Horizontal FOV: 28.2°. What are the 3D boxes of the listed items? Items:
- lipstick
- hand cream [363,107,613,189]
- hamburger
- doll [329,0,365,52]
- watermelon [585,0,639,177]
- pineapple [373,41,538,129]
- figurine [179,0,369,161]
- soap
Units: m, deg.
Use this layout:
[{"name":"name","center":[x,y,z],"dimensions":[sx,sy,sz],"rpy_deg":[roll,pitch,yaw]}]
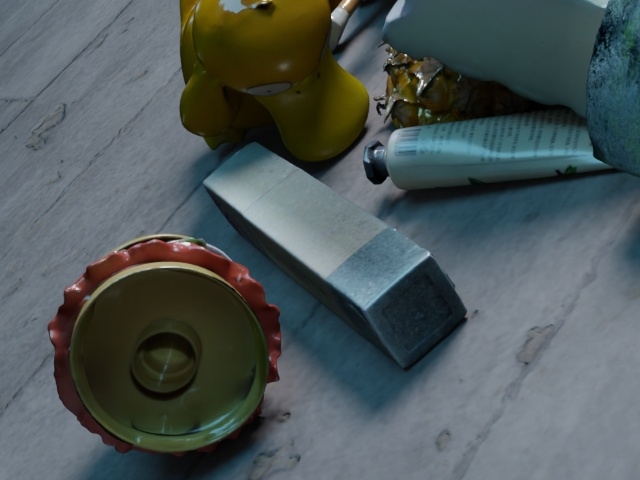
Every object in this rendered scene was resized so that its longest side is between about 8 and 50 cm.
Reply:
[{"name":"lipstick","center":[0.000,0.000,1.027],"dimensions":[0.068,0.066,0.317],"rpy_deg":[-40,32,-8]},{"name":"hand cream","center":[0.146,-0.074,1.016],"dimensions":[0.234,0.050,0.080],"rpy_deg":[-5,41,28]},{"name":"hamburger","center":[-0.121,0.070,0.960],"dimensions":[0.175,0.175,0.137],"rpy_deg":[-37,20,-3]},{"name":"doll","center":[0.061,-0.314,1.331],"dimensions":[0.183,0.085,0.217],"rpy_deg":[120,172,-63]},{"name":"watermelon","center":[0.332,-0.156,0.821],"dimensions":[0.322,0.175,0.188],"rpy_deg":[-43,32,-11]},{"name":"pineapple","center":[0.135,-0.173,1.127],"dimensions":[0.225,0.076,0.225],"rpy_deg":[-24,31,16]},{"name":"figurine","center":[-0.057,-0.177,1.194],"dimensions":[0.215,0.215,0.228],"rpy_deg":[-41,30,-10]},{"name":"soap","center":[0.213,-0.261,1.050],"dimensions":[0.208,0.115,0.347],"rpy_deg":[23,50,13]}]
